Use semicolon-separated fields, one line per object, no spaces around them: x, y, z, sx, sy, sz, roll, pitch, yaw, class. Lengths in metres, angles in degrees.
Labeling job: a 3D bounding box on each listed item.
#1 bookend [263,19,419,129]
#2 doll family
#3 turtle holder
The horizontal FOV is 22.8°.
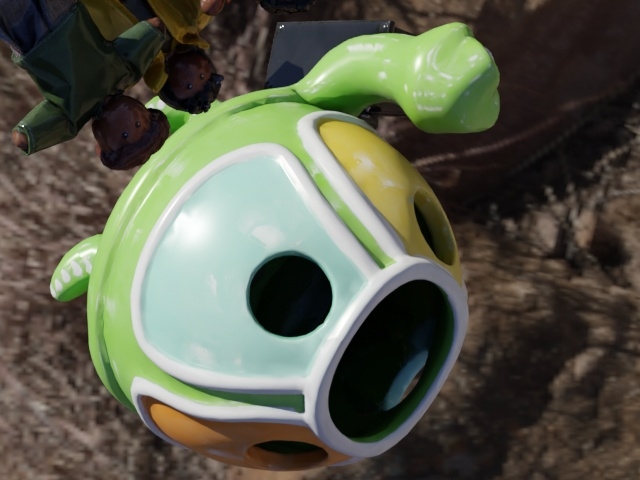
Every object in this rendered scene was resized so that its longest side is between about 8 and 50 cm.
0.057;-0.157;1.529;0.156;0.157;0.072;7;85;46;bookend
-0.040;-0.103;0.564;0.193;0.111;0.076;-39;29;-8;doll family
0.001;0.017;1.097;0.320;0.243;0.227;-39;41;-21;turtle holder
